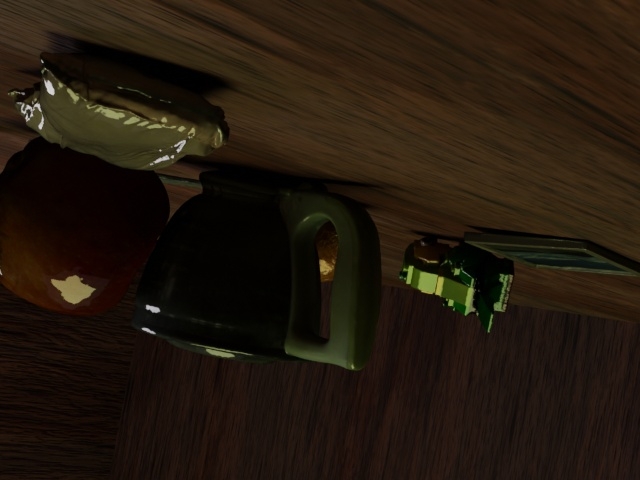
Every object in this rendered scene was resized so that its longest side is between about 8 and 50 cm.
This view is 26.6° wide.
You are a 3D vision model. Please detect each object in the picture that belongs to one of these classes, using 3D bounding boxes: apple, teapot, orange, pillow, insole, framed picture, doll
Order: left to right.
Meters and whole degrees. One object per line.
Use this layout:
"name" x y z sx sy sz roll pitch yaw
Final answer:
"apple" -0.307 -0.023 1.665 0.230 0.230 0.230 10 176 1
"pillow" -0.180 -0.108 1.176 0.173 0.067 0.270 17 173 -19
"insole" -0.207 -0.086 1.964 0.193 0.006 0.065 9 175 17
"teapot" -0.088 0.032 1.691 0.239 0.239 0.321 11 -179 -24
"orange" 0.002 0.001 1.866 0.135 0.118 0.135 6 -179 0
"doll" 0.212 0.057 2.097 0.186 0.106 0.134 25 -137 22
"framed picture" 0.338 0.017 1.929 0.189 0.023 0.260 5 173 32

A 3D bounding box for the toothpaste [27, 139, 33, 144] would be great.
"toothpaste" -0.313 -0.100 1.839 0.178 0.037 0.043 14 173 -41
